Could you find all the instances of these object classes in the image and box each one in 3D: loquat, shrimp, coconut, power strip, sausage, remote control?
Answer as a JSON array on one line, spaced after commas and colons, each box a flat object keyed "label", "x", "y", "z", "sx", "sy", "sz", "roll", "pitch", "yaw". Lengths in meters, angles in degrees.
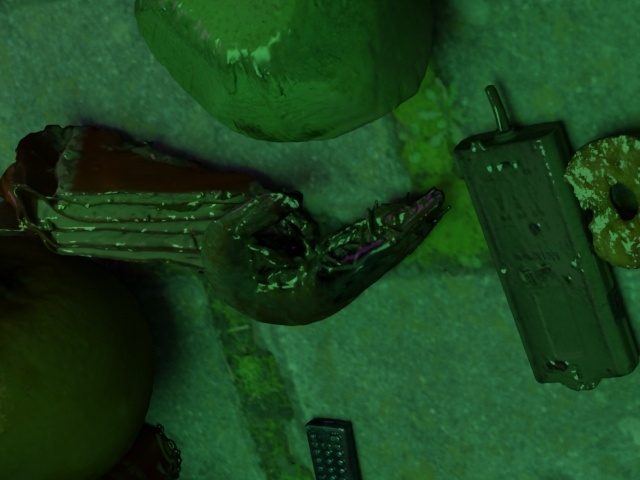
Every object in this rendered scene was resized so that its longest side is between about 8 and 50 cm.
[{"label": "loquat", "x": -0.283, "y": 0.118, "z": 1.774, "sx": 0.263, "sy": 0.263, "sz": 0.263, "roll": 15, "pitch": 123, "yaw": 24}, {"label": "shrimp", "x": 0.000, "y": 0.002, "z": 1.645, "sx": 0.143, "sy": 0.052, "sz": 0.251, "roll": 37, "pitch": 128, "yaw": -28}, {"label": "coconut", "x": -0.027, "y": -0.176, "z": 1.486, "sx": 0.236, "sy": 0.236, "sz": 0.205, "roll": -8, "pitch": 78, "yaw": 34}, {"label": "power strip", "x": 0.178, "y": -0.002, "z": 1.566, "sx": 0.092, "sy": 0.034, "sz": 0.268, "roll": -9, "pitch": 112, "yaw": 35}, {"label": "sausage", "x": -0.225, "y": 0.272, "z": 1.822, "sx": 0.083, "sy": 0.264, "sz": 0.083, "roll": 13, "pitch": 125, "yaw": 20}, {"label": "remote control", "x": 0.019, "y": 0.236, "z": 1.807, "sx": 0.043, "sy": 0.027, "sz": 0.153, "roll": 6, "pitch": 118, "yaw": 35}]

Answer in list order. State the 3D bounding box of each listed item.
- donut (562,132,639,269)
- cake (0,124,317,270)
[{"label": "donut", "x": 0.244, "y": -0.035, "z": 1.501, "sx": 0.097, "sy": 0.043, "sz": 0.108, "roll": -10, "pitch": 108, "yaw": 33}, {"label": "cake", "x": -0.143, "y": -0.037, "z": 1.718, "sx": 0.287, "sy": 0.135, "sz": 0.098, "roll": 12, "pitch": 119, "yaw": 2}]
